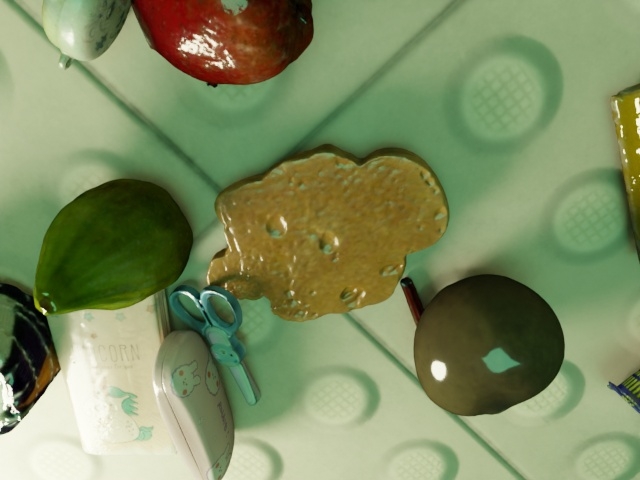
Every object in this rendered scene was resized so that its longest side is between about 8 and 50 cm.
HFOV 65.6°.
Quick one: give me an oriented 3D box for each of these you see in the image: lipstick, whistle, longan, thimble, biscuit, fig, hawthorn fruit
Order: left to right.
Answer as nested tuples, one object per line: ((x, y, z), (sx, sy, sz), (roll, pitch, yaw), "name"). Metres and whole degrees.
((-0.525, 0.183, 0.749), (0.238, 0.150, 0.237), (0, 116, 0), "thimble")
((-0.282, 0.017, 0.656), (0.167, 0.233, 0.167), (26, 136, 28), "fig")
((-0.236, -0.308, 0.552), (0.067, 0.126, 0.257), (31, 97, -13), "whistle")
((-0.111, -0.257, 0.548), (0.203, 0.185, 0.185), (-4, 116, 20), "hawthorn fruit")
((0.000, -0.002, 0.728), (0.376, 0.051, 0.269), (-22, 116, 12), "biscuit")
((0.166, 0.134, 0.812), (0.027, 0.027, 0.176), (-21, 112, 8), "lipstick")
((0.235, 0.150, 0.727), (0.197, 0.196, 0.220), (37, 116, -17), "longan")

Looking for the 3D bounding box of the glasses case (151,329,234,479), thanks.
((-0.198, 0.274, 0.803), (0.075, 0.113, 0.296), (-2, 123, 10), "glasses case")

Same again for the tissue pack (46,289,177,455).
((-0.324, 0.209, 0.808), (0.170, 0.071, 0.325), (0, 114, 1), "tissue pack")

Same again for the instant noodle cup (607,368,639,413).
((0.668, 0.217, 0.747), (0.284, 0.284, 0.312), (37, 101, -17), "instant noodle cup")

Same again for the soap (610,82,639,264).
((0.553, -0.106, 0.655), (0.260, 0.143, 0.281), (-23, 108, 6), "soap")

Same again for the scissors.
((-0.150, 0.176, 0.806), (0.125, 0.030, 0.255), (-3, 124, 28), "scissors")
